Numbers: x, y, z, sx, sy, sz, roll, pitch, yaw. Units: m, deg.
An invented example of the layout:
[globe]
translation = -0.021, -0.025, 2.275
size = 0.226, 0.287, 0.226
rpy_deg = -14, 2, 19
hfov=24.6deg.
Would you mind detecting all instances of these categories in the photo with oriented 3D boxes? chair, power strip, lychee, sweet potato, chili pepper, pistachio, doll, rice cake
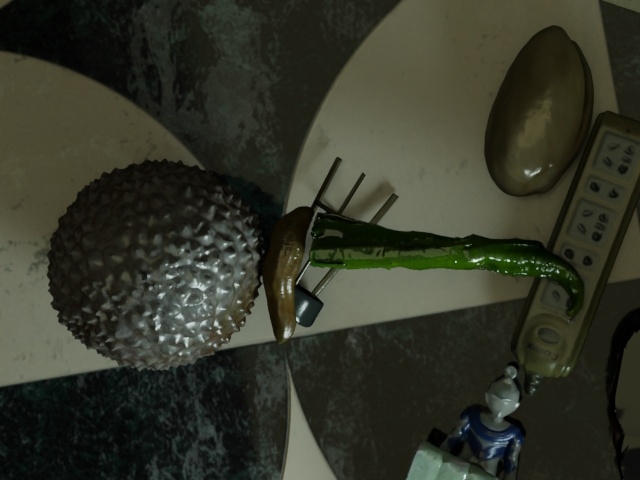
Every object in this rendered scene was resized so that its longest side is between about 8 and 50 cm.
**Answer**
[chair]
translation = 0.001, 0.001, 1.968
size = 0.095, 0.104, 0.221
rpy_deg = 30, 90, 37
[power strip]
translation = 0.339, 0.022, 1.917
size = 0.092, 0.066, 0.388
rpy_deg = 21, 93, 12
[lychee]
translation = -0.215, 0.043, 1.912
size = 0.300, 0.300, 0.300
rpy_deg = 0, 89, 10
[sweet potato]
translation = -0.048, 0.042, 1.891
size = 0.053, 0.054, 0.182
rpy_deg = 8, 88, 7
[chili pepper]
translation = 0.164, 0.025, 1.867
size = 0.359, 0.076, 0.085
rpy_deg = 10, 54, 3
[pistachio]
translation = 0.286, -0.165, 1.903
size = 0.135, 0.136, 0.226
rpy_deg = 15, 86, 10
[doll]
translation = 0.219, 0.272, 1.941
size = 0.114, 0.057, 0.227
rpy_deg = 26, 103, 15
[rice cake]
translation = 0.144, 0.386, 1.933
size = 0.127, 0.043, 0.237
rpy_deg = 22, 108, 10

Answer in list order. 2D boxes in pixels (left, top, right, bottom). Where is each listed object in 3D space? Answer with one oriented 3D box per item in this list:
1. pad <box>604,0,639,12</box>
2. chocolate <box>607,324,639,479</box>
[pad]
translation = 0.450, -0.373, 1.931
size = 0.265, 0.009, 0.160
rpy_deg = 20, 92, 9
[chocolate]
translation = 0.470, 0.244, 1.820
size = 0.225, 0.210, 0.340
rpy_deg = -17, 91, 5
